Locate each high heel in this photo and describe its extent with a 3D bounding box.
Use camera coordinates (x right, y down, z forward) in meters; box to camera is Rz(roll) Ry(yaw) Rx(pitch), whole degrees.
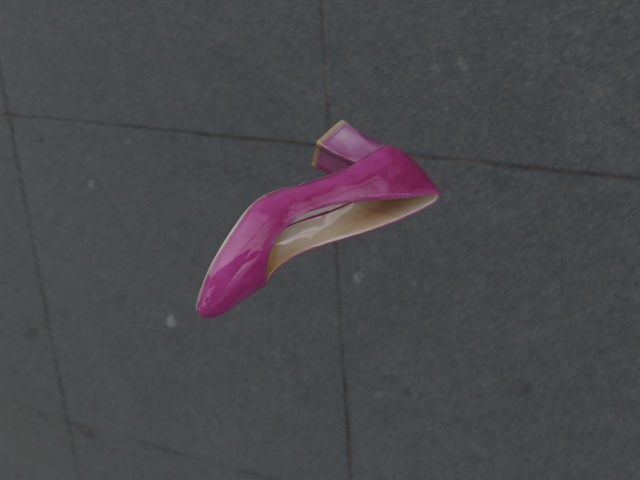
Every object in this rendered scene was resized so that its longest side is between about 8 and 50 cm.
[{"bbox_3d":[0.000,0.000,0.870,0.117,0.244,0.082,35,148,12],"label":"high heel"}]
